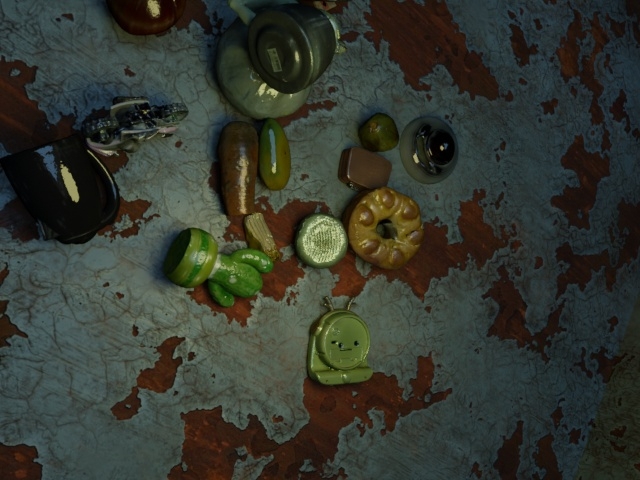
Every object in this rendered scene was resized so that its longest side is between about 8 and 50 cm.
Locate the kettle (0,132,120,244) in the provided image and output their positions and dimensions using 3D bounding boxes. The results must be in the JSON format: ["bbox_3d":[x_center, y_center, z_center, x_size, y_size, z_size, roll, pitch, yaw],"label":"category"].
[{"bbox_3d":[-0.688,-0.139,1.501,0.268,0.207,0.290,-39,117,-46],"label":"kettle"}]

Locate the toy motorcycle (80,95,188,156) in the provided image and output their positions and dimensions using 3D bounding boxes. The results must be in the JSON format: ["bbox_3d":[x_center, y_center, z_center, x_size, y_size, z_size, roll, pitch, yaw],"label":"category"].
[{"bbox_3d":[-0.554,-0.335,1.594,0.327,0.188,0.143,-25,89,-41],"label":"toy motorcycle"}]

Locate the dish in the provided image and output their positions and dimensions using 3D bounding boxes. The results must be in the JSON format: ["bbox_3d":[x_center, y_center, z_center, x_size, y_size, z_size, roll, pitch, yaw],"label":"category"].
[{"bbox_3d":[0.459,-0.364,2.126,0.273,0.134,0.273,1,88,-26],"label":"dish"}]

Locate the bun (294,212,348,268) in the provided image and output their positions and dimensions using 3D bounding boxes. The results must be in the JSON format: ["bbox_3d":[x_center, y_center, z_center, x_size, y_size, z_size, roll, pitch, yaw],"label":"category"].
[{"bbox_3d":[0.000,0.000,1.880,0.195,0.118,0.195,0,90,-4],"label":"bun"}]

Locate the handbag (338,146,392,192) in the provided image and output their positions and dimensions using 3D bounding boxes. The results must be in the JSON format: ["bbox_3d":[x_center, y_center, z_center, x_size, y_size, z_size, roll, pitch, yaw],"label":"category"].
[{"bbox_3d":[0.164,-0.253,2.005,0.193,0.072,0.151,17,81,-28],"label":"handbag"}]

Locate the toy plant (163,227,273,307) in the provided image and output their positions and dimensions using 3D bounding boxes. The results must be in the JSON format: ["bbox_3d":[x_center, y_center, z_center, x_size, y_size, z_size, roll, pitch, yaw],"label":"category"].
[{"bbox_3d":[-0.313,0.097,1.695,0.316,0.184,0.224,25,105,-31],"label":"toy plant"}]

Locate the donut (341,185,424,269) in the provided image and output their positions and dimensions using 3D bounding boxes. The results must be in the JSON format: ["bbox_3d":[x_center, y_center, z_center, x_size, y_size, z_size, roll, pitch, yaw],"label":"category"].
[{"bbox_3d":[0.224,-0.044,1.959,0.299,0.150,0.317,-30,114,-21],"label":"donut"}]

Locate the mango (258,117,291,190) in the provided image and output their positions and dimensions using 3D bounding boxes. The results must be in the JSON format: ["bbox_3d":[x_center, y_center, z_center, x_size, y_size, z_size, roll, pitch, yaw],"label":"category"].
[{"bbox_3d":[-0.151,-0.285,1.808,0.137,0.091,0.237,-17,112,-66],"label":"mango"}]

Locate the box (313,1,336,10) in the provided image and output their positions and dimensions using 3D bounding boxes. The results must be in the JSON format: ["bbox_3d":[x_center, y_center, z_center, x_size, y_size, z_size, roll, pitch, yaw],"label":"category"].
[{"bbox_3d":[0.016,-0.865,1.977,0.083,0.012,0.046,-35,105,-24],"label":"box"}]

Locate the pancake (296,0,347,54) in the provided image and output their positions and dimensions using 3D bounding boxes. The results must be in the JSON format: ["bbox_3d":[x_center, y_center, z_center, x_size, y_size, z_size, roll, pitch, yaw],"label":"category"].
[{"bbox_3d":[-0.066,-0.770,1.873,0.376,0.054,0.197,40,34,-6],"label":"pancake"}]

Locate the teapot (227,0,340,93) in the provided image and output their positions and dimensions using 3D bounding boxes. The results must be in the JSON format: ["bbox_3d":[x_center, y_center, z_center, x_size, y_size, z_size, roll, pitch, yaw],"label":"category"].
[{"bbox_3d":[-0.091,-0.595,1.600,0.239,0.321,0.239,-42,146,-39],"label":"teapot"}]

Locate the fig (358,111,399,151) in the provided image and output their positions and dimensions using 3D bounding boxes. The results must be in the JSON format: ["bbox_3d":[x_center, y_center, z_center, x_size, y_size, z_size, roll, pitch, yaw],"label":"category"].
[{"bbox_3d":[0.210,-0.400,1.987,0.144,0.165,0.154,-27,70,8],"label":"fig"}]

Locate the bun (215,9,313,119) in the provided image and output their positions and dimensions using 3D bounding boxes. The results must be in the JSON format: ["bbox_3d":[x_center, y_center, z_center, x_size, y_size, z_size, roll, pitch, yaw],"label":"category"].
[{"bbox_3d":[-0.168,-0.578,1.763,0.362,0.211,0.362,2,85,-29],"label":"bun"}]

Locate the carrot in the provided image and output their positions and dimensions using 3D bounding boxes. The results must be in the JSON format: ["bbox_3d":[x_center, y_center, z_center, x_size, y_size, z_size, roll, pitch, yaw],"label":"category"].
[{"bbox_3d":[-0.263,-0.232,1.749,0.138,0.138,0.302,-5,91,-27],"label":"carrot"}]

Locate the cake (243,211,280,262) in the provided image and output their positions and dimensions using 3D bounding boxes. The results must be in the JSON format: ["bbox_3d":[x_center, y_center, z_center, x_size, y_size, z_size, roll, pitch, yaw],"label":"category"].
[{"bbox_3d":[-0.195,-0.003,1.788,0.079,0.116,0.185,-7,96,-32],"label":"cake"}]

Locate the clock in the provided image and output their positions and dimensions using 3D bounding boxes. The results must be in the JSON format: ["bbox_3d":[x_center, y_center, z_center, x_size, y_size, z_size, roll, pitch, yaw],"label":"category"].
[{"bbox_3d":[0.073,0.352,1.924,0.235,0.096,0.308,2,86,-27],"label":"clock"}]

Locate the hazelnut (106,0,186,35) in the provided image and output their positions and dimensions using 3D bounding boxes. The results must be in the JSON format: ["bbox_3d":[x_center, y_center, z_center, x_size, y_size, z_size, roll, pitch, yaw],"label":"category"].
[{"bbox_3d":[-0.507,-0.720,1.592,0.229,0.229,0.229,1,88,-27],"label":"hazelnut"}]
